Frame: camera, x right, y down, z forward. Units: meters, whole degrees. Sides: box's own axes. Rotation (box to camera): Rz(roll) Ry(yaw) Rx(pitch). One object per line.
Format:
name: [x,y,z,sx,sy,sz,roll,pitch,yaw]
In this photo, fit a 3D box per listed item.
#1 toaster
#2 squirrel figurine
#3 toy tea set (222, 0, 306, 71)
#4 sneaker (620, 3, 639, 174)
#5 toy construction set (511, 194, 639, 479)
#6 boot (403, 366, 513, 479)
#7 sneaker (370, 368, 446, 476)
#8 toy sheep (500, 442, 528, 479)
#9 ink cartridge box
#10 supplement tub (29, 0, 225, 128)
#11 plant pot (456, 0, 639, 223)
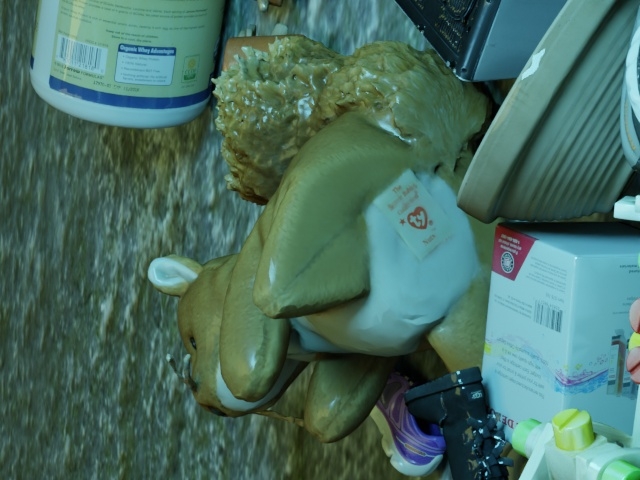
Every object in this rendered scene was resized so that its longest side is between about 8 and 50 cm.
toaster: [0.153,-0.255,1.583,0.168,0.110,0.185,56,138,45]
squirrel figurine: [0.000,0.000,1.735,0.370,0.281,0.397,-28,50,56]
toy tea set: [-0.032,-0.283,1.974,0.200,0.124,0.336,-81,-3,-70]
sneaker: [0.267,-0.163,1.293,0.108,0.100,0.271,107,-175,-60]
toy construction set: [0.245,0.085,1.307,0.151,0.215,0.327,43,127,49]
boot: [0.113,0.163,1.485,0.121,0.045,0.099,145,113,-64]
sneaker: [0.083,0.156,1.802,0.071,0.068,0.170,-52,54,29]
toy sheep: [0.175,0.204,1.583,0.132,0.091,0.091,-13,80,62]
ink cartridge box: [0.217,0.083,1.454,0.128,0.127,0.176,27,115,61]
supplement tub: [-0.225,-0.316,2.174,0.228,0.228,0.316,44,129,53]
plant pot: [0.215,-0.099,1.423,0.110,0.237,0.237,31,130,9]
